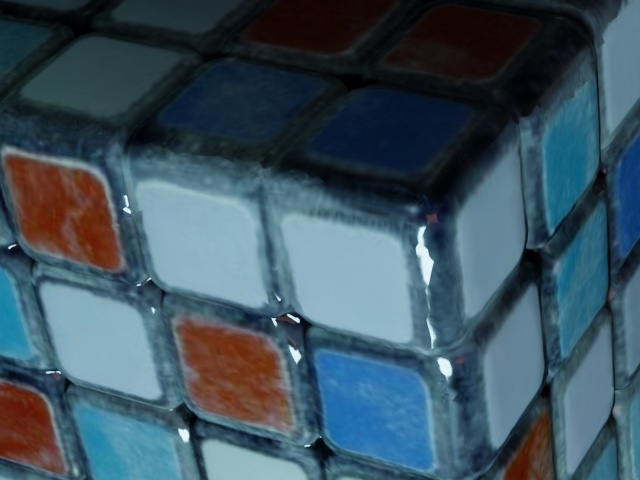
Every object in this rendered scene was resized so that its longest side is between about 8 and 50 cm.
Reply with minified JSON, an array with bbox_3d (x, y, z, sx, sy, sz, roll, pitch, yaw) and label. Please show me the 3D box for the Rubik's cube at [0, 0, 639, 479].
[{"bbox_3d":[0.000,0.000,0.769,0.292,0.293,0.287,-48,140,-41],"label":"Rubik's cube"}]
